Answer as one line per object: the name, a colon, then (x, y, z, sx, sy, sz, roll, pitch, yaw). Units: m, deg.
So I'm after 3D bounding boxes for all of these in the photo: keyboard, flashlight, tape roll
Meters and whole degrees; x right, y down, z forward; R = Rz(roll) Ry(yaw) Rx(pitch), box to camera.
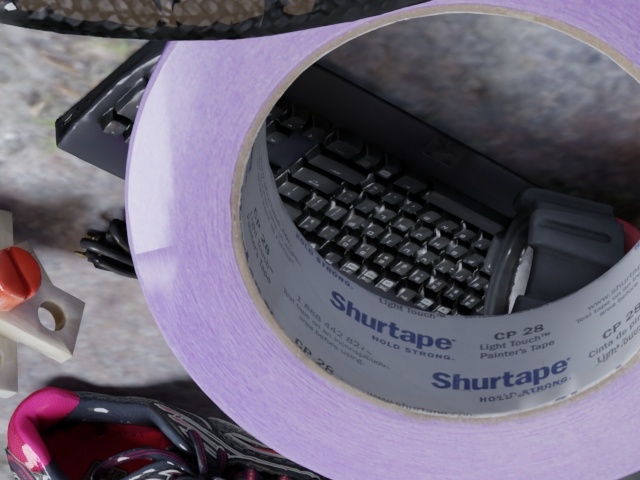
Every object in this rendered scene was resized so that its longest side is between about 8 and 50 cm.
keyboard: (0.000, 0.000, 0.915, 0.317, 0.033, 0.201, 26, 137, -32)
flashlight: (0.232, 0.059, 0.876, 0.304, 0.103, 0.103, 14, 105, -8)
tape roll: (0.061, -0.025, 0.728, 0.275, 0.090, 0.274, 2, 117, 5)

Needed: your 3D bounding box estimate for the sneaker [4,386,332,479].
sneaker: (-0.052, 0.162, 1.025, 0.299, 0.120, 0.112, 7, 143, 19)

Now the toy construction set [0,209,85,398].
toy construction set: (-0.288, 0.082, 0.919, 0.328, 0.151, 0.215, -36, 108, 29)

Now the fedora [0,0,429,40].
fedora: (-0.048, -0.193, 0.484, 0.334, 0.334, 0.152, 3, 175, -5)

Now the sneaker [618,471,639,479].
sneaker: (0.333, 0.144, 1.004, 0.341, 0.139, 0.125, -16, 147, -4)
